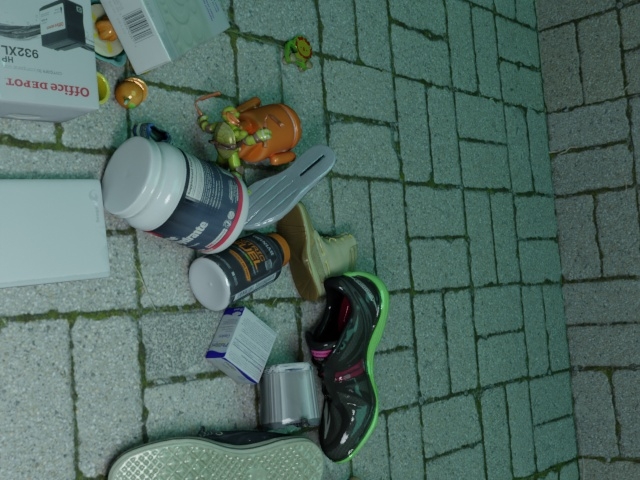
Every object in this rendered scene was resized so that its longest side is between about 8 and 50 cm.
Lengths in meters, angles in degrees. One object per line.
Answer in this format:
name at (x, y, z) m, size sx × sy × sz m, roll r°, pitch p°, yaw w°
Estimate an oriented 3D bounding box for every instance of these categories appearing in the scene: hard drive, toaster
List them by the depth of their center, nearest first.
hard drive at (-0.551, -0.016, 1.643) m, size 0.307 × 0.040 × 0.203 m, roll -5°, pitch 88°, yaw -48°
toaster at (-0.075, 0.365, 2.002) m, size 0.129 × 0.227 × 0.147 m, roll -4°, pitch 78°, yaw -12°

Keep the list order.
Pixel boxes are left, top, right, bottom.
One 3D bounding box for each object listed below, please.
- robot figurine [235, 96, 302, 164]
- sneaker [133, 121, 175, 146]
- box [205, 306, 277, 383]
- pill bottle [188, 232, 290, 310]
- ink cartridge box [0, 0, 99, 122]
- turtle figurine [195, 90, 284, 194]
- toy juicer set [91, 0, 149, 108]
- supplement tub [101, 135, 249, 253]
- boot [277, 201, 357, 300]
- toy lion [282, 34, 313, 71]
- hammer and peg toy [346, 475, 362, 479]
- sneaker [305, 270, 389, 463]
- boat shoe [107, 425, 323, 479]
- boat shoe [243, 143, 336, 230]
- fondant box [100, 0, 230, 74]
robot figurine at (-0.133, -0.266, 2.091) m, size 0.219 × 0.158 × 0.128 m, roll -25°, pitch 132°, yaw -47°
sneaker at (-0.347, -0.211, 1.891) m, size 0.135 × 0.058 × 0.052 m, roll 40°, pitch 56°, yaw -38°
box at (-0.183, 0.244, 1.995) m, size 0.126 × 0.072 × 0.137 m, roll 45°, pitch 52°, yaw -35°
pill bottle at (-0.177, 0.060, 1.988) m, size 0.245 × 0.130 × 0.131 m, roll -29°, pitch 105°, yaw -48°
ink cartridge box at (-0.555, -0.393, 1.628) m, size 0.223 × 0.129 × 0.308 m, roll -2°, pitch 86°, yaw -49°
turtle figurine at (-0.197, -0.212, 1.946) m, size 0.087 × 0.269 × 0.218 m, roll -28°, pitch 128°, yaw -49°
toy juicer set at (-0.427, -0.435, 1.812) m, size 0.209 × 0.089 × 0.329 m, roll 2°, pitch 82°, yaw -48°
supplement tub at (-0.303, -0.094, 1.821) m, size 0.272 × 0.191 × 0.191 m, roll 23°, pitch 67°, yaw -44°
boot at (0.000, 0.000, 2.223) m, size 0.203 × 0.095 × 0.262 m, roll -29°, pitch 107°, yaw -46°
toy lion at (-0.058, -0.505, 2.290) m, size 0.100 × 0.034 × 0.096 m, roll 12°, pitch 68°, yaw -47°
hammer and peg toy at (0.139, 0.786, 2.131) m, size 0.127 × 0.265 × 0.362 m, roll -25°, pitch 104°, yaw -36°
sneaker at (0.041, 0.312, 2.163) m, size 0.202 × 0.185 × 0.483 m, roll 12°, pitch 79°, yaw -35°
boat shoe at (-0.229, 0.499, 1.850) m, size 0.499 × 0.156 × 0.187 m, roll 3°, pitch 87°, yaw -37°
boat shoe at (-0.084, -0.117, 2.090) m, size 0.302 × 0.094 × 0.109 m, roll -35°, pitch 78°, yaw -10°
fondant box at (-0.340, -0.521, 1.852) m, size 0.238 × 0.096 × 0.330 m, roll 66°, pitch 25°, yaw -18°
